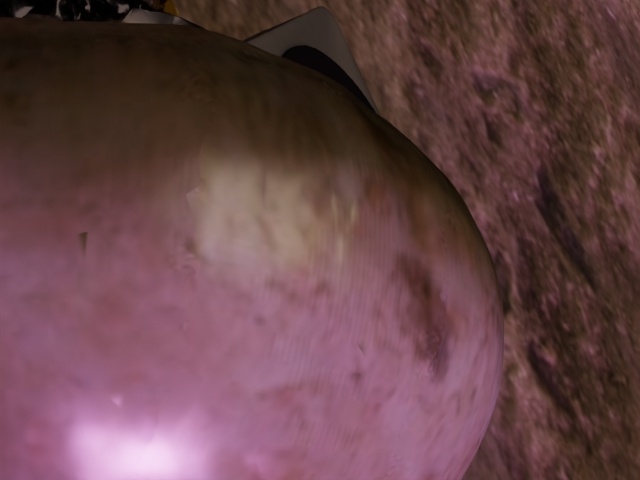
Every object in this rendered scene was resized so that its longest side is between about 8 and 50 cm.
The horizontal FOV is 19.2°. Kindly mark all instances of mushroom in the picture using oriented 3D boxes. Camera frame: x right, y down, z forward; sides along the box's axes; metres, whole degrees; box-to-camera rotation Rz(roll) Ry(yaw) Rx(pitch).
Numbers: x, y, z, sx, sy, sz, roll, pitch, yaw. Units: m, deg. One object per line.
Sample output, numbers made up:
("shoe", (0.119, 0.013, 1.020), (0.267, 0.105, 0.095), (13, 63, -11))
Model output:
("mushroom", (-0.094, 0.033, 0.769), (0.352, 0.352, 0.260), (21, 63, -47))

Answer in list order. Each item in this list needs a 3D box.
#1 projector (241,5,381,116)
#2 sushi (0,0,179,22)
("projector", (0.000, 0.000, 1.139), (0.257, 0.079, 0.259), (65, 18, -6))
("sushi", (-0.156, -0.131, 0.978), (0.172, 0.153, 0.150), (24, 65, -18))
